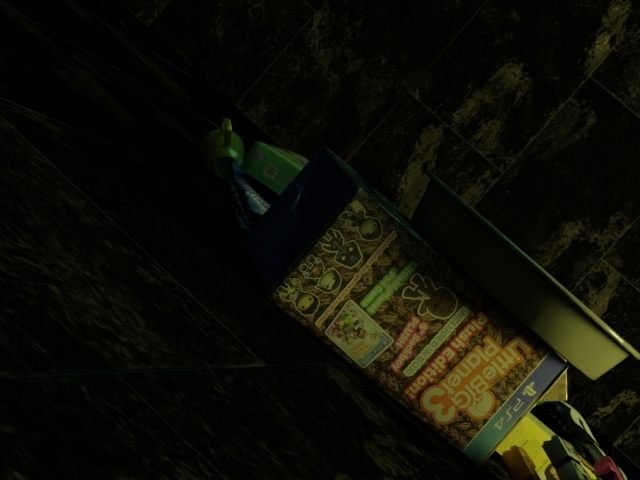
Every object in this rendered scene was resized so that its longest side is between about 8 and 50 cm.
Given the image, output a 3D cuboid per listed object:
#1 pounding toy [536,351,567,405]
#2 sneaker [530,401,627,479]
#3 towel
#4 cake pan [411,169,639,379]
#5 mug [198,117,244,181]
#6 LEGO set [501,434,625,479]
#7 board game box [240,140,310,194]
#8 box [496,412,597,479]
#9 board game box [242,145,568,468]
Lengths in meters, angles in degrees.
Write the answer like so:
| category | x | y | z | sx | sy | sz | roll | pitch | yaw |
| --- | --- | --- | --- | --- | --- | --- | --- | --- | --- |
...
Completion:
| category | x | y | z | sx | sy | sz | roll | pitch | yaw |
| --- | --- | --- | --- | --- | --- | --- | --- | --- | --- |
| pounding toy | 0.250 | 0.180 | 2.075 | 0.181 | 0.094 | 0.206 | -2 | 4 | 2 |
| sneaker | 0.339 | 0.278 | 2.012 | 0.217 | 0.079 | 0.121 | 45 | 5 | 31 |
| towel | 0.000 | 0.000 | 1.775 | 0.243 | 0.040 | 0.336 | 29 | 9 | -15 |
| cake pan | 0.204 | 0.041 | 1.493 | 0.293 | 0.054 | 0.293 | 41 | 5 | -4 |
| mug | -0.133 | -0.116 | 1.930 | 0.064 | 0.062 | 0.078 | -109 | 173 | -63 |
| LEGO set | 0.242 | 0.243 | 1.457 | 0.227 | 0.087 | 0.093 | 35 | 23 | -57 |
| board game box | 0.061 | -0.021 | 1.900 | 0.317 | 0.046 | 0.213 | 35 | 8 | 14 |
| box | 0.259 | 0.253 | 1.726 | 0.232 | 0.058 | 0.087 | 39 | 5 | -17 |
| board game box | 0.080 | 0.062 | 1.506 | 0.291 | 0.141 | 0.232 | 40 | 5 | -16 |
